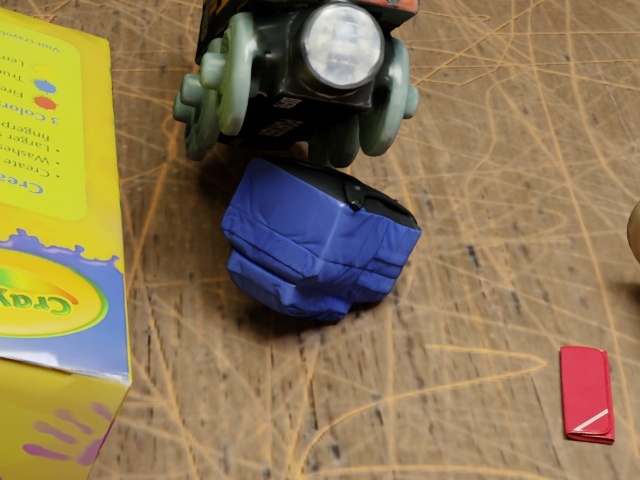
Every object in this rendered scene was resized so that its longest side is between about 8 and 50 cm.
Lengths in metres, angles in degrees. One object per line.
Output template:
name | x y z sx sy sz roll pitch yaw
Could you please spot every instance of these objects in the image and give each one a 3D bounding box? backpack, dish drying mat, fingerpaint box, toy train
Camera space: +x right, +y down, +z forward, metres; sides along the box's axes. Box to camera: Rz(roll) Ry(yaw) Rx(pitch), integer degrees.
backpack | 0.000 0.000 0.919 0.098 0.101 0.120 36 15 31
dish drying mat | 0.171 0.097 0.875 0.032 0.008 0.083 5 38 4
fingerpaint box | -0.346 -0.029 0.756 0.445 0.163 0.371 15 31 -21
toy train | -0.019 -0.149 0.940 0.142 0.190 0.334 7 -4 -12

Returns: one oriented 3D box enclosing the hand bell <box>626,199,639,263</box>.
hand bell | 0.249 0.085 0.845 0.126 0.126 0.242 8 51 7
